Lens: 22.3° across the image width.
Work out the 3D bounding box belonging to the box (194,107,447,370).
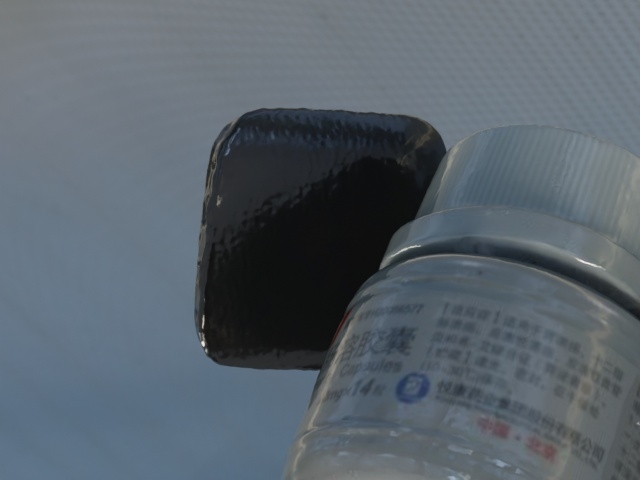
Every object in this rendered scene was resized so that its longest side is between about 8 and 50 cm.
[{"bbox_3d":[0.000,0.000,1.308,0.201,0.212,0.042,3,-174,-16],"label":"box"}]

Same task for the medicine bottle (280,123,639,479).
[{"bbox_3d":[0.129,0.098,1.122,0.245,0.306,0.245,18,150,11],"label":"medicine bottle"}]
